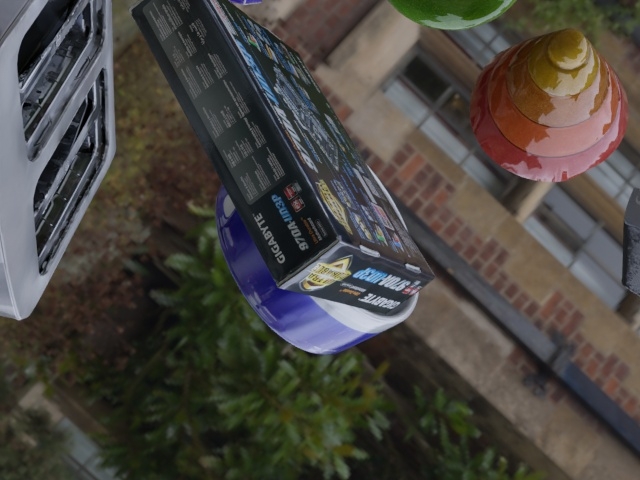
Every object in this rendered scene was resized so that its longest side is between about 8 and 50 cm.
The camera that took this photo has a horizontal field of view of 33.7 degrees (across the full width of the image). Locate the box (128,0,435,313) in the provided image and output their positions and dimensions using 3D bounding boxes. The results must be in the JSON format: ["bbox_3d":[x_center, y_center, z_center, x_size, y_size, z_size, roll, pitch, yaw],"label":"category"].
[{"bbox_3d":[-0.021,-0.060,0.714,0.051,0.220,0.175,-35,159,15],"label":"box"}]

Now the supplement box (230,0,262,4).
[{"bbox_3d":[-0.115,-0.418,1.327,0.114,0.111,0.220,-59,163,-74],"label":"supplement box"}]

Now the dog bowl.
[{"bbox_3d":[0.000,0.000,1.280,0.104,0.265,0.265,-30,-167,29],"label":"dog bowl"}]

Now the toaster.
[{"bbox_3d":[-0.165,-0.071,0.475,0.168,0.110,0.186,100,5,-47],"label":"toaster"}]

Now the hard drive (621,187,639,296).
[{"bbox_3d":[0.477,0.047,1.263,0.054,0.254,0.172,-46,144,-25],"label":"hard drive"}]

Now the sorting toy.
[{"bbox_3d":[0.113,-0.221,0.793,0.127,0.365,0.126,-28,165,-3],"label":"sorting toy"}]
